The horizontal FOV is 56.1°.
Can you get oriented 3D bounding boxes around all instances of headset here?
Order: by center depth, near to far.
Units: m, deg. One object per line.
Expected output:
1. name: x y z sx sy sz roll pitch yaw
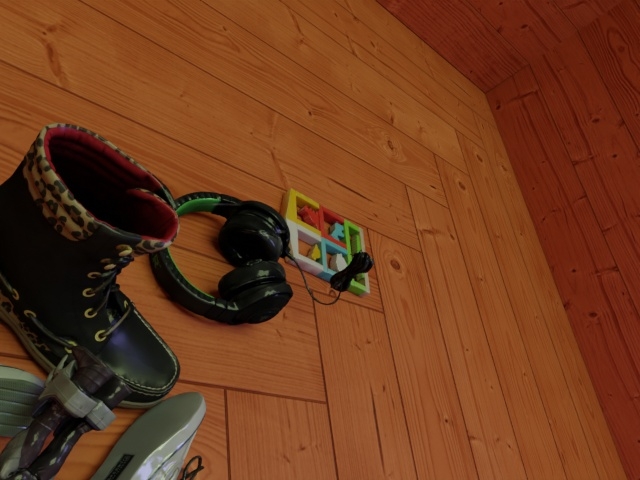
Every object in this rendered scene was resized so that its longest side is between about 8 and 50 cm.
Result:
1. headset: -0.104 0.031 1.097 0.394 0.185 0.243 18 50 -29

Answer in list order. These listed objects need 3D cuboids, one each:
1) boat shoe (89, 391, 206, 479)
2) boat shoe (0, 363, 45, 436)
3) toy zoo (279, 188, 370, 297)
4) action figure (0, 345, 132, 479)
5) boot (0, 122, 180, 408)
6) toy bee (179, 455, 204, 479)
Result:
1. boat shoe: -0.237 0.314 0.808 0.258 0.095 0.084 -46 128 -47
2. boat shoe: -0.407 0.164 0.705 0.076 0.083 0.226 35 -7 42
3. toy zoo: 0.000 0.000 1.388 0.293 0.030 0.192 28 44 -37
4. action figure: -0.332 0.260 0.664 0.285 0.099 0.185 -55 142 -32
5. boot: -0.279 0.050 0.771 0.377 0.284 0.138 47 35 -14
6. toy bee: -0.185 0.411 0.662 0.162 0.195 0.298 32 74 17
